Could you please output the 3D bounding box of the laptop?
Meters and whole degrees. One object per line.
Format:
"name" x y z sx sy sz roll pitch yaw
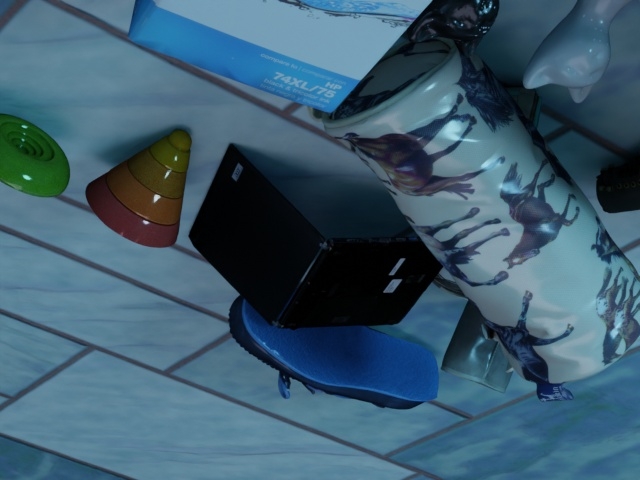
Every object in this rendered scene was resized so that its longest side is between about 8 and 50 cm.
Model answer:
"laptop" 0.000 0.000 1.894 0.264 0.137 0.234 -1 153 -19

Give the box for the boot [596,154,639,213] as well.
"boot" 0.345 -0.078 1.686 0.137 0.077 0.198 -2 148 25

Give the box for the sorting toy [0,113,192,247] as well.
"sorting toy" -0.286 -0.122 1.736 0.365 0.127 0.126 26 116 -25

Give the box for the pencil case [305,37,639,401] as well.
"pencil case" 0.165 -0.027 1.589 0.183 0.160 0.410 -30 116 22

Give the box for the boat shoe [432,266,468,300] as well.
"boat shoe" 0.242 0.051 1.924 0.219 0.078 0.070 15 149 1

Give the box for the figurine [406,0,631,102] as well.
"figurine" 0.193 -0.229 1.312 0.215 0.092 0.209 18 104 -33

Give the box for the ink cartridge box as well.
"ink cartridge box" -0.009 -0.276 1.288 0.197 0.198 0.270 19 148 -19

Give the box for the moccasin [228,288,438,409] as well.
"moccasin" 0.005 0.165 2.102 0.342 0.138 0.117 29 148 -31

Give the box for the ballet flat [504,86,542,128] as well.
"ballet flat" 0.198 -0.077 1.691 0.068 0.072 0.213 6 132 11

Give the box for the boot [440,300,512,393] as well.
"boot" 0.186 0.056 1.808 0.189 0.208 0.076 29 -177 -31
